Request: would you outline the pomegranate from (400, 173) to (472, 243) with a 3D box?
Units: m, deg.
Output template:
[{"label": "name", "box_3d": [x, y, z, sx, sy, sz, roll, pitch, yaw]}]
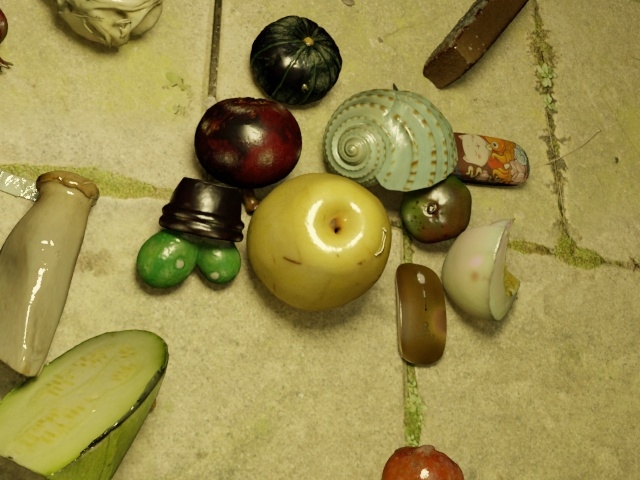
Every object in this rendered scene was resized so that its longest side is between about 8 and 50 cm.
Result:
[{"label": "pomegranate", "box_3d": [0.283, -0.085, 1.767, 0.180, 0.180, 0.210, 49, 21, 0]}]

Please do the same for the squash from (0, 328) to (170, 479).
[{"label": "squash", "box_3d": [-0.401, 0.269, 1.278, 0.234, 0.210, 0.308, 12, 64, 29]}]

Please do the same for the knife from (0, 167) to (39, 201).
[{"label": "knife", "box_3d": [-0.629, -0.120, 1.443, 0.298, 0.017, 0.047, 22, 63, -20]}]

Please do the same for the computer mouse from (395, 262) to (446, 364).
[{"label": "computer mouse", "box_3d": [0.231, 0.166, 1.700, 0.126, 0.056, 0.245, 10, 66, -21]}]

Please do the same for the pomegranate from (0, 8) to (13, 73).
[{"label": "pomegranate", "box_3d": [-0.687, -0.416, 1.465, 0.129, 0.129, 0.159, -34, 88, -30]}]

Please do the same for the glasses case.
[{"label": "glasses case", "box_3d": [0.409, -0.212, 1.905, 0.321, 0.082, 0.122, 4, 72, -23]}]

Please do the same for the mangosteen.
[{"label": "mangosteen", "box_3d": [-0.157, -0.182, 1.590, 0.236, 0.235, 0.261, -8, 116, -26]}]

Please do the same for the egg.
[{"label": "egg", "box_3d": [0.365, 0.071, 1.714, 0.206, 0.162, 0.271, -62, 146, -24]}]

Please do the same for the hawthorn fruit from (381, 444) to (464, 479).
[{"label": "hawthorn fruit", "box_3d": [0.208, 0.511, 1.496, 0.173, 0.173, 0.172, 8, 68, -21]}]

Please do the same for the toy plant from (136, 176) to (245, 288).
[{"label": "toy plant", "box_3d": [-0.256, -0.008, 1.491, 0.218, 0.175, 0.235, 11, 92, -27]}]

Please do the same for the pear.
[{"label": "pear", "box_3d": [0.000, 0.000, 1.525, 0.309, 0.309, 0.309, 8, 68, -21]}]

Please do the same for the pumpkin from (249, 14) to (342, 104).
[{"label": "pumpkin", "box_3d": [-0.059, -0.429, 1.733, 0.221, 0.162, 0.220, 12, 62, -24]}]

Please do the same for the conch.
[{"label": "conch", "box_3d": [0.171, -0.253, 1.706, 0.303, 0.215, 0.319, 14, 43, 26]}]

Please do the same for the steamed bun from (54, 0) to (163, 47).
[{"label": "steamed bun", "box_3d": [-0.435, -0.555, 1.581, 0.268, 0.207, 0.280, 25, 78, 29]}]

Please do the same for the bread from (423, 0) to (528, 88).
[{"label": "bread", "box_3d": [0.437, -0.589, 2.015, 0.113, 0.165, 0.416, 43, 59, -6]}]

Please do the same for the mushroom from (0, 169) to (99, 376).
[{"label": "mushroom", "box_3d": [-0.532, 0.055, 1.352, 0.137, 0.154, 0.407, 47, 44, -48]}]

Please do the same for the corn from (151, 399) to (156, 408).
[{"label": "corn", "box_3d": [-0.339, 0.284, 1.409, 0.037, 0.037, 0.092, -7, 77, -26]}]

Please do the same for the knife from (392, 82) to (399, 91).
[{"label": "knife", "box_3d": [0.217, -0.340, 1.910, 0.023, 0.010, 0.170, -9, 73, -26]}]
